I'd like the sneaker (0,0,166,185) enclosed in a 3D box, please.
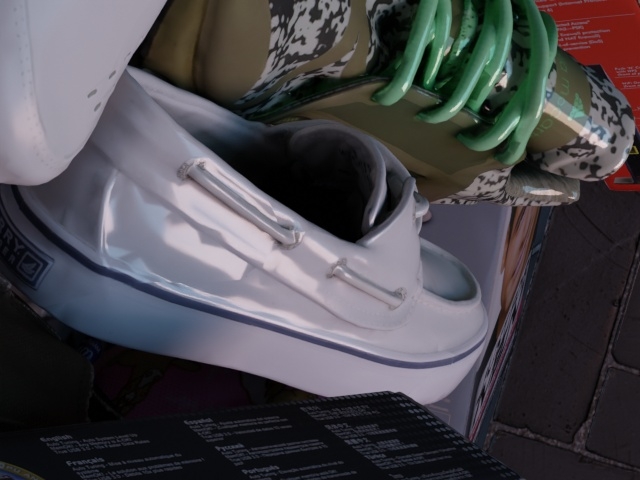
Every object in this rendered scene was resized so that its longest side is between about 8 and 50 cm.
[{"bbox_3d":[-0.022,-0.147,0.367,0.111,0.129,0.297,67,43,-73],"label":"sneaker"}]

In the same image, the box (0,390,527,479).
[{"bbox_3d":[-0.077,0.154,0.373,0.270,0.060,0.216,0,115,-49],"label":"box"}]

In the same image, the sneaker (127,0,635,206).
[{"bbox_3d":[0.051,-0.089,0.621,0.410,0.182,0.158,22,85,-76],"label":"sneaker"}]

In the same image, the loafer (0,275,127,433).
[{"bbox_3d":[-0.098,0.039,0.389,0.220,0.078,0.080,50,58,-75],"label":"loafer"}]

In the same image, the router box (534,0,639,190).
[{"bbox_3d":[0.200,-0.247,0.932,0.301,0.082,0.336,45,49,-52],"label":"router box"}]

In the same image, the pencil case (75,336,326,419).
[{"bbox_3d":[-0.055,0.226,0.631,0.160,0.167,0.386,-98,-167,-58],"label":"pencil case"}]

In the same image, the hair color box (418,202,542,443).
[{"bbox_3d":[0.093,0.003,1.059,0.185,0.113,0.374,-61,162,-44],"label":"hair color box"}]

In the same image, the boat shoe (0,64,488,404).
[{"bbox_3d":[0.000,0.000,0.523,0.084,0.095,0.258,-51,150,17],"label":"boat shoe"}]
